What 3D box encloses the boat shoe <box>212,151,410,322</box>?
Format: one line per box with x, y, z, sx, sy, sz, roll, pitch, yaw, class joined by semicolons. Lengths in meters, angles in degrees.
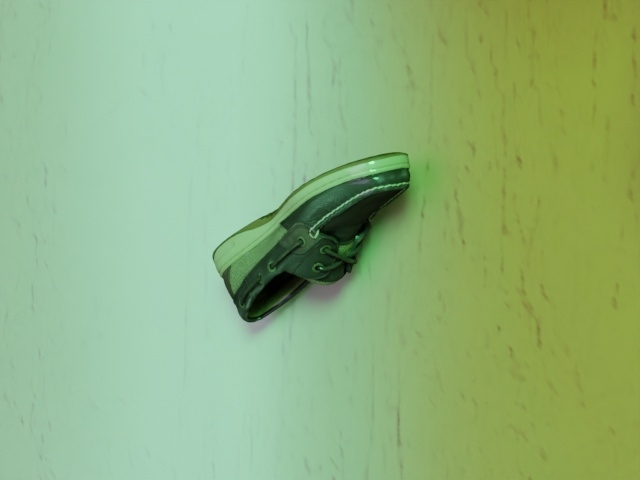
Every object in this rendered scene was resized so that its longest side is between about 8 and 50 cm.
0.000;0.000;0.790;0.152;0.056;0.049;-34;71;49;boat shoe
